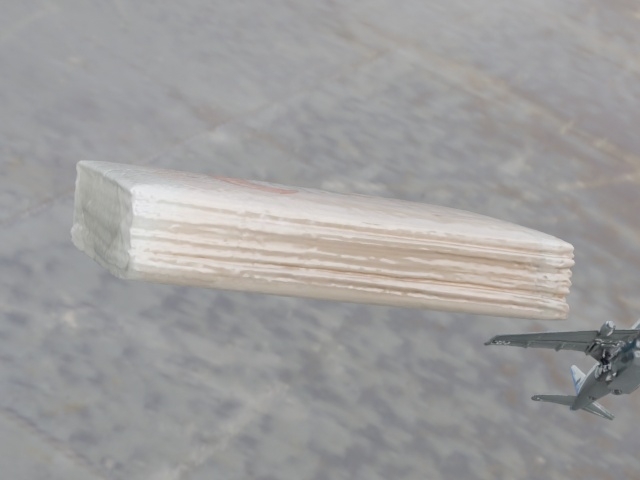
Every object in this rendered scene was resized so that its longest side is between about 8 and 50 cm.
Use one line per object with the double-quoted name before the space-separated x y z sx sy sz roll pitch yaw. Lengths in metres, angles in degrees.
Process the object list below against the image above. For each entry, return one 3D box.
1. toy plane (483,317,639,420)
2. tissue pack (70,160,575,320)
"toy plane" 0.257 0.096 1.035 0.225 0.226 0.058 16 63 -9
"tissue pack" 0.000 0.000 0.879 0.325 0.071 0.170 6 5 -23
